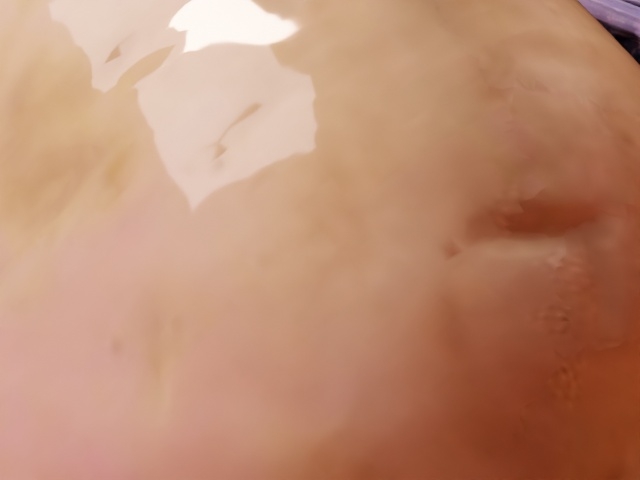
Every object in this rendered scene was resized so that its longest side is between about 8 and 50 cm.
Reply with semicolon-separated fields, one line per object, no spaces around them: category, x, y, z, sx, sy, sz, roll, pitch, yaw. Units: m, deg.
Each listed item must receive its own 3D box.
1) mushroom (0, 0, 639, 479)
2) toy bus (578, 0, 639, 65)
mushroom;-0.012;0.011;0.581;0.353;0.325;0.353;-6;19;2
toy bus;0.169;-0.097;0.825;0.292;0.133;0.125;-66;-5;-51
